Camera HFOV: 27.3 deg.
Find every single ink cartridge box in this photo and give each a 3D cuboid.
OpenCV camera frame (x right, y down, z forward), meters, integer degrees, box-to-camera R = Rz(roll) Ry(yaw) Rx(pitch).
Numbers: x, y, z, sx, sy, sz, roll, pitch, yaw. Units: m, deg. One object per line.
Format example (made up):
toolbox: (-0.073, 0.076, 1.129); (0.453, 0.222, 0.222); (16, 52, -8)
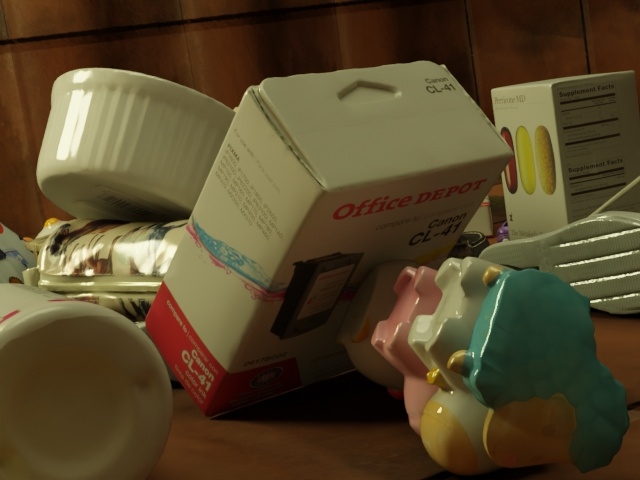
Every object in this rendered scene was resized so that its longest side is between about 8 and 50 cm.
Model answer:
ink cartridge box: (0.230, -0.035, 2.151); (0.099, 0.056, 0.135); (-7, 8, 7)
ink cartridge box: (0.000, 0.000, 1.189); (0.226, 0.131, 0.306); (-13, -33, -37)

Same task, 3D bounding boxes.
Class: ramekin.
ramekin: (-0.223, -0.095, 1.664); (0.277, 0.135, 0.277); (13, -18, 4)

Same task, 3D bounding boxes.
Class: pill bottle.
pill bottle: (-0.239, 0.117, 1.059); (0.160, 0.160, 0.283); (-12, 8, -26)

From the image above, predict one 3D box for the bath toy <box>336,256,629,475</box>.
bath toy: (0.109, 0.093, 1.001); (0.129, 0.151, 0.348); (26, -4, -12)

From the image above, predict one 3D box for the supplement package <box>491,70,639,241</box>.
supplement package: (0.322, -0.086, 1.684); (0.134, 0.244, 0.139); (-12, 7, -26)

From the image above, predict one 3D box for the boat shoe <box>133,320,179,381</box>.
boat shoe: (-0.150, 0.112, 1.374); (0.229, 0.080, 0.076); (-13, 5, 31)

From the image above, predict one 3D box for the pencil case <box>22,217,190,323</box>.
pencil case: (-0.164, 0.046, 1.550); (0.410, 0.159, 0.183); (-2, -5, 40)

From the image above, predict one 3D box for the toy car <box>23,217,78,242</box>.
toy car: (-0.408, -0.008, 2.204); (0.238, 0.210, 0.219); (-21, 19, -2)

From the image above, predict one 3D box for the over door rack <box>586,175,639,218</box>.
over door rack: (0.447, -0.062, 1.482); (0.240, 0.108, 0.324); (-11, -30, -25)

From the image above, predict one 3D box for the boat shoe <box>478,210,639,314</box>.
boat shoe: (0.299, 0.021, 1.428); (0.094, 0.109, 0.302); (-11, 5, -37)

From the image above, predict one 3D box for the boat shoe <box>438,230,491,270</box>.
boat shoe: (0.143, 0.013, 1.717); (0.103, 0.092, 0.285); (-4, 8, 36)

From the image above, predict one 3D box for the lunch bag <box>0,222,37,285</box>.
lunch bag: (-0.588, 0.050, 1.789); (0.386, 0.238, 0.328); (9, 9, 6)

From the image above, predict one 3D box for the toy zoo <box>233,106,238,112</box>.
toy zoo: (0.013, -0.065, 1.755); (0.192, 0.030, 0.293); (19, -20, 31)

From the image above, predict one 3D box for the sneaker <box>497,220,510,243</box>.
sneaker: (0.287, -0.008, 1.811); (0.068, 0.071, 0.170); (-5, 7, 25)

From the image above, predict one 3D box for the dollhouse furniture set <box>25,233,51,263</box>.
dollhouse furniture set: (-0.286, 0.038, 1.804); (0.184, 0.129, 0.129); (-19, 11, -24)
